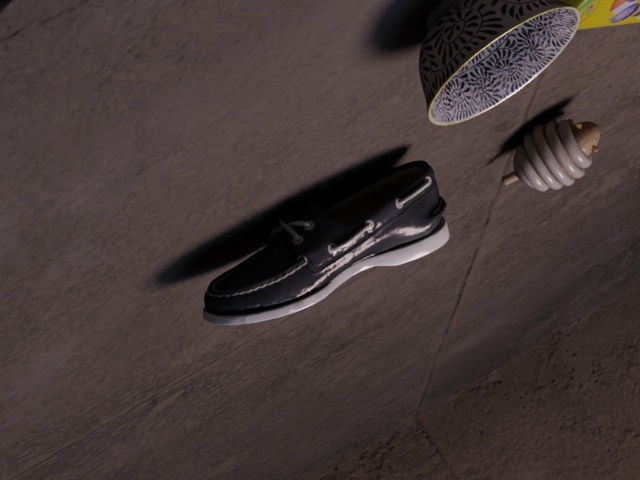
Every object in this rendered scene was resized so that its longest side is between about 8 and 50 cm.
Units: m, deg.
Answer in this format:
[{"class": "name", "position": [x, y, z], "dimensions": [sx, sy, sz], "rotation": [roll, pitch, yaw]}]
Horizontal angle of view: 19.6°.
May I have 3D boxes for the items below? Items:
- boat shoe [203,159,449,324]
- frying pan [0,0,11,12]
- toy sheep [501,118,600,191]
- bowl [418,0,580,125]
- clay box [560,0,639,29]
[{"class": "boat shoe", "position": [0.000, 0.000, 1.966], "dimensions": [0.302, 0.091, 0.114], "rotation": [-25, -155, -31]}, {"class": "frying pan", "position": [-0.310, -0.115, 1.123], "dimensions": [0.326, 0.053, 0.197], "rotation": [-37, 163, 16]}, {"class": "toy sheep", "position": [0.275, -0.100, 2.210], "dimensions": [0.132, 0.091, 0.091], "rotation": [-34, 164, 20]}, {"class": "bowl", "position": [0.151, -0.190, 1.727], "dimensions": [0.170, 0.080, 0.170], "rotation": [-30, 163, -10]}, {"class": "clay box", "position": [0.299, -0.268, 1.838], "dimensions": [0.222, 0.053, 0.127], "rotation": [-15, 154, -50]}]
